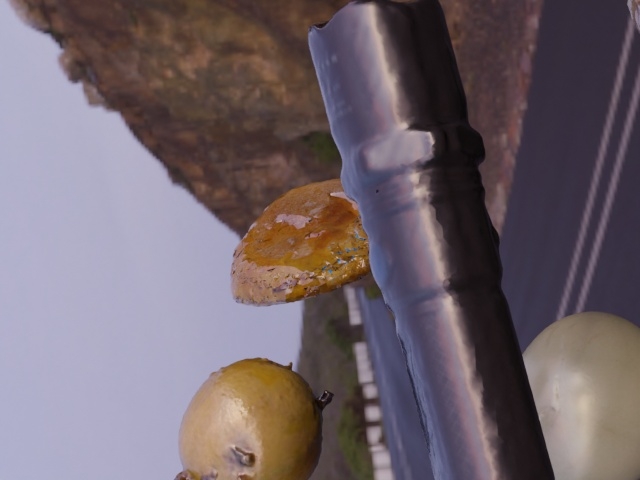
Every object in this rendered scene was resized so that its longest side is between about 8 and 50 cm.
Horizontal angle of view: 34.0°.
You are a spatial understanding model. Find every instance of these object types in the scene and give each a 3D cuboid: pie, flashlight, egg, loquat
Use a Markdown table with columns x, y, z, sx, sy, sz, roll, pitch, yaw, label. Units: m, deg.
| x | y | z | sx | sy | sz | roll | pitch | yaw | label |
| --- | --- | --- | --- | --- | --- | --- | --- | --- | --- |
| -0.001 | 0.000 | 1.376 | 0.273 | 0.273 | 0.069 | -91 | -20 | -57 | pie |
| 0.081 | 0.048 | 0.672 | 0.103 | 0.103 | 0.424 | 66 | -169 | -81 | flashlight |
| 0.360 | 0.220 | 1.409 | 0.219 | 0.219 | 0.269 | 80 | -157 | -53 | egg |
| -0.080 | 0.219 | 1.143 | 0.149 | 0.204 | 0.172 | 39 | 151 | 25 | loquat |

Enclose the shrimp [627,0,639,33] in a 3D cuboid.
| x | y | z | sx | sy | sz | roll | pitch | yaw | label |
| --- | --- | --- | --- | --- | --- | --- | --- | --- | --- |
| 0.458 | -0.143 | 1.068 | 0.110 | 0.221 | 0.446 | -55 | 36 | 26 | shrimp |
